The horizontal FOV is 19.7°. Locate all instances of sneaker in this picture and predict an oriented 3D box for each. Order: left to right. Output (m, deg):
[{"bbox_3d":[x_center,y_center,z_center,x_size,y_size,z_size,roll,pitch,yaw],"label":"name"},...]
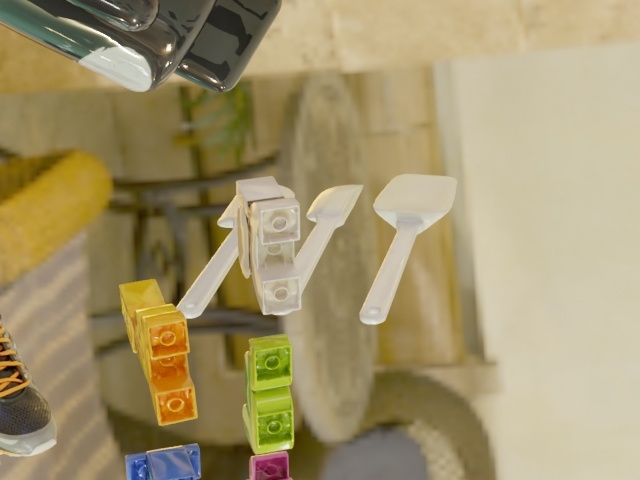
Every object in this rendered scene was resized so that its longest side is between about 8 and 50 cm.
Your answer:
[{"bbox_3d":[-0.321,0.117,1.760,0.084,0.215,0.083,-22,148,-36],"label":"sneaker"}]

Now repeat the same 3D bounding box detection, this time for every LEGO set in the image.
[{"bbox_3d":[-0.059,0.067,0.929,0.093,0.087,0.227,-120,-154,-57],"label":"LEGO set"}]

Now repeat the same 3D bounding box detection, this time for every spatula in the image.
[{"bbox_3d":[0.000,0.000,1.269,0.242,0.168,0.019,-62,152,-65],"label":"spatula"}]

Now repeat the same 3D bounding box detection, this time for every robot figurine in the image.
[{"bbox_3d":[-0.168,-0.224,1.415,0.209,0.278,0.173,-25,-139,65],"label":"robot figurine"}]
